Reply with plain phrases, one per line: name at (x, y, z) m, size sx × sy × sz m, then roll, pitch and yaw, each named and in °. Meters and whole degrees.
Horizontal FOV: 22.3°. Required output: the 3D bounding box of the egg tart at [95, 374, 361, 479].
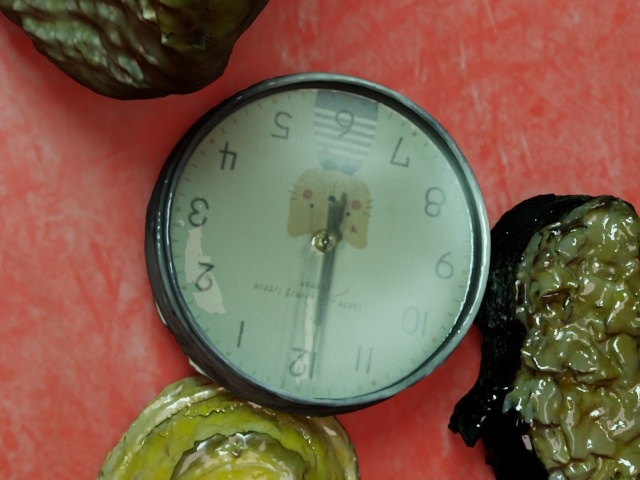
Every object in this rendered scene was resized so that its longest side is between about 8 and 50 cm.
egg tart at (-0.057, 0.180, 1.065) m, size 0.191 × 0.074 × 0.191 m, roll -2°, pitch 96°, yaw -14°

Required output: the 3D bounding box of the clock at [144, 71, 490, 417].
clock at (0.000, 0.000, 1.053) m, size 0.226 × 0.049 × 0.226 m, roll 3°, pitch 79°, yaw -14°

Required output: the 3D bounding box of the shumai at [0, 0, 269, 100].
shumai at (-0.049, -0.294, 0.922) m, size 0.323 × 0.397 × 0.324 m, roll -33°, pitch 74°, yaw -31°

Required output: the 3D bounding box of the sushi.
sushi at (0.159, 0.076, 1.085) m, size 0.147 × 0.115 × 0.212 m, roll -3°, pitch 95°, yaw -12°
